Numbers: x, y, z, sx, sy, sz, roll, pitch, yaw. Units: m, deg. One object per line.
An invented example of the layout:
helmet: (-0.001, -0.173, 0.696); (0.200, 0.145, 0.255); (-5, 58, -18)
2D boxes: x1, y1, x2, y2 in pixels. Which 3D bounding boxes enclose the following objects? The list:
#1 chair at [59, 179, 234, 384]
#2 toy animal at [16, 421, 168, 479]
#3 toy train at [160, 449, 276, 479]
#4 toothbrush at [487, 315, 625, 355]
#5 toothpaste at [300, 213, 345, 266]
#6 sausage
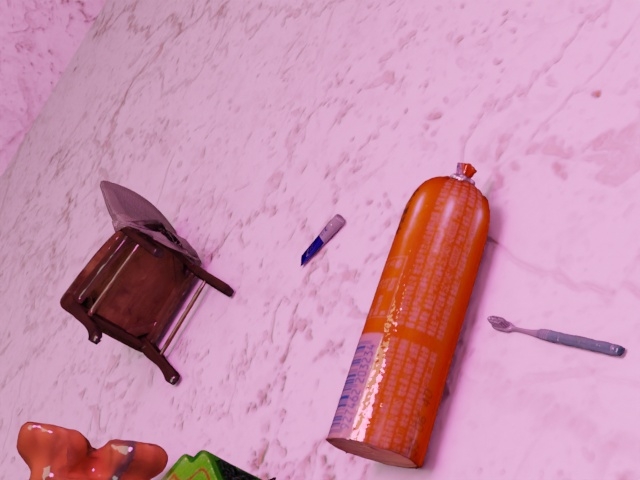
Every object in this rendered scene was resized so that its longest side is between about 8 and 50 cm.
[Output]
chair: (-0.266, 0.051, 1.593); (0.186, 0.160, 0.319); (-57, 31, 1)
toy animal: (-0.304, 0.397, 1.299); (0.191, 0.216, 0.338); (115, 166, -61)
toy train: (-0.113, 0.330, 1.114); (0.188, 0.132, 0.243); (-50, 31, 7)
toothbrush: (0.200, 0.082, 0.963); (0.011, 0.014, 0.167); (-56, 27, -13)
toothpaste: (0.000, 0.000, 1.364); (0.083, 0.015, 0.024); (-47, 22, 31)
sausage: (0.096, 0.060, 1.072); (0.093, 0.093, 0.312); (-12, 53, 54)
